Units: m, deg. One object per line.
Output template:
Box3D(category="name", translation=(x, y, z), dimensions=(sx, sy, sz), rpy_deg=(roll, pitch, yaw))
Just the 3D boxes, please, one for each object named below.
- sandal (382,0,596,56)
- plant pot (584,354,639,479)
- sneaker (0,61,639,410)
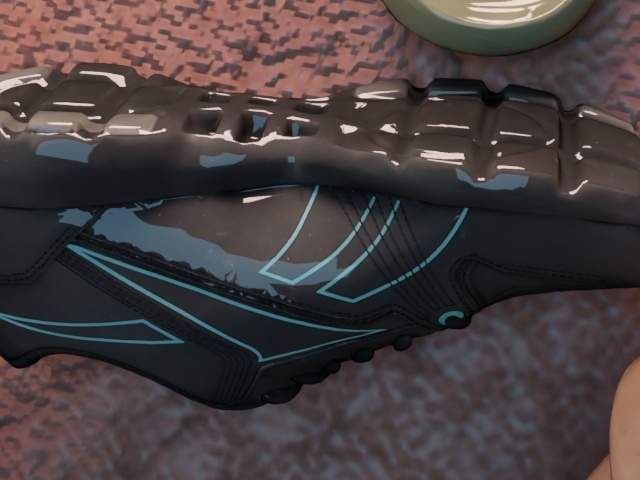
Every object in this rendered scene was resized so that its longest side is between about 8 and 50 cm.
Box3D(category="sandal", translation=(0.060, -0.216, 0.551), dimensions=(0.120, 0.086, 0.303), rpy_deg=(-5, 88, 9))
Box3D(category="plant pot", translation=(0.118, 0.176, 0.470), dimensions=(0.229, 0.263, 0.263), rpy_deg=(-39, 83, 24))
Box3D(category="sneaker", translation=(0.000, 0.000, 0.566), dimensions=(0.267, 0.101, 0.106), rpy_deg=(4, 111, 8))
